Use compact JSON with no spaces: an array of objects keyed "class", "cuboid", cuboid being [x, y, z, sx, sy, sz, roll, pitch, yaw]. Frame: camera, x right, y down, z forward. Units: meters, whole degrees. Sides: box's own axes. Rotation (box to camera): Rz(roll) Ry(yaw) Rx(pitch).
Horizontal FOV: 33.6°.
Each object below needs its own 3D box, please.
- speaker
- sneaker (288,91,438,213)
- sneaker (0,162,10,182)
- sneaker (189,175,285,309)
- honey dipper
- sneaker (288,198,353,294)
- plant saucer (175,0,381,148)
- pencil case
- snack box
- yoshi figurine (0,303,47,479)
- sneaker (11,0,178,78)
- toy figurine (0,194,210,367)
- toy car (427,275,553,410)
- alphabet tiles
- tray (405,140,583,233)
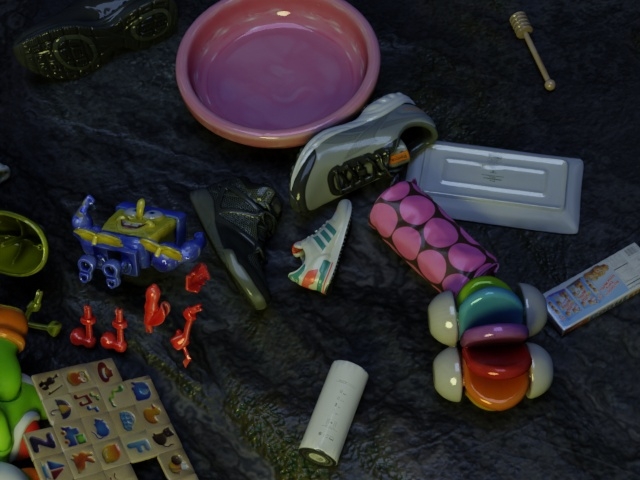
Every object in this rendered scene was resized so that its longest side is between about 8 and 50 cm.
[{"class":"speaker","cuboid":[0.019,0.229,1.417,0.055,0.055,0.136,15,59,12]},{"class":"sneaker","cuboid":[0.063,-0.128,1.608,0.271,0.100,0.108,-37,49,-19]},{"class":"sneaker","cuboid":[-0.543,-0.058,1.626,0.082,0.071,0.191,20,61,9]},{"class":"sneaker","cuboid":[-0.098,-0.009,1.558,0.130,0.087,0.228,-25,54,-5]},{"class":"honey dipper","cuboid":[0.355,-0.313,1.767,0.030,0.030,0.161,-13,61,-5]},{"class":"sneaker","cuboid":[0.000,0.000,1.564,0.075,0.057,0.161,14,62,5]},{"class":"plant saucer","cuboid":[-0.068,-0.274,1.730,0.332,0.084,0.332,-1,57,1]},{"class":"pencil case","cuboid":[0.166,0.001,1.537,0.098,0.095,0.209,-34,64,-20]},{"class":"snack box","cuboid":[0.399,0.069,1.520,0.178,0.022,0.064,-27,61,-14]},{"class":"yoshi figurine","cuboid":[-0.467,0.264,1.351,0.202,0.204,0.362,-16,59,6]},{"class":"sneaker","cuboid":[-0.391,-0.367,1.807,0.286,0.109,0.130,-22,52,-22]},{"class":"toy figurine","cuboid":[-0.297,0.024,1.551,0.362,0.191,0.217,9,28,17]},{"class":"toy car","cuboid":[0.227,0.136,1.400,0.159,0.136,0.182,-4,86,1]},{"class":"alphabet tiles","cuboid":[-0.280,0.261,1.378,0.198,0.009,0.237,-10,56,-37]},{"class":"tray","cuboid":[0.265,-0.092,1.627,0.270,0.030,0.145,8,57,8]}]
